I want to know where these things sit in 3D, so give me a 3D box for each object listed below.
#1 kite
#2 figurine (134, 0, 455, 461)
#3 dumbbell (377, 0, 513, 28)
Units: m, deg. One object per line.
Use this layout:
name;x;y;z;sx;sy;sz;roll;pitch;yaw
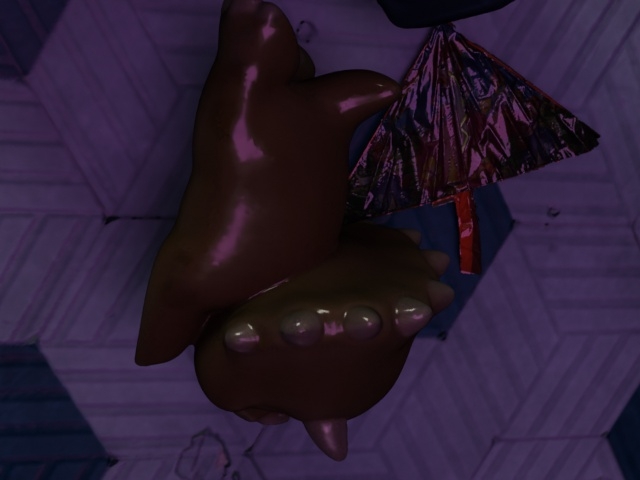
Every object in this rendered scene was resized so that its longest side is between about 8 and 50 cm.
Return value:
kite;0.090;-0.060;0.770;0.232;0.009;0.189;-15;111;-11
figurine;-0.001;0.003;0.665;0.173;0.177;0.247;18;93;4
dumbbell;0.039;-0.286;0.616;0.160;0.144;0.325;-32;113;-3
